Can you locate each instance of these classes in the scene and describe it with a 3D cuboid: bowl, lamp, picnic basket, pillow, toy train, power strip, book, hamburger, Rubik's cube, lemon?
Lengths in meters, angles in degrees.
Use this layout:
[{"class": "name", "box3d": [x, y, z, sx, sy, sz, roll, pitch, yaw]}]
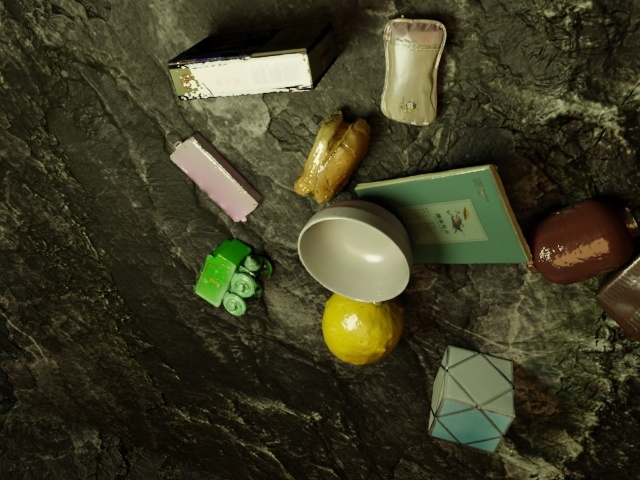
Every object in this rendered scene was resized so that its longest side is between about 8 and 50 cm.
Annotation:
[{"class": "bowl", "box3d": [0.100, 0.009, 1.284, 0.287, 0.143, 0.286, 15, 137, 15]}, {"class": "lamp", "box3d": [0.582, 0.005, 1.162, 0.258, 0.180, 0.180, -28, 113, 34]}, {"class": "picnic basket", "box3d": [0.751, 0.066, 1.144, 0.129, 0.223, 0.296, 40, 132, 17]}, {"class": "pillow", "box3d": [0.193, -0.356, 1.098, 0.131, 0.038, 0.232, 11, 131, 14]}, {"class": "toy train", "box3d": [-0.265, 0.113, 1.556, 0.188, 0.132, 0.243, 33, 130, 3]}, {"class": "power strip", "box3d": [-0.282, -0.170, 1.400, 0.109, 0.037, 0.279, -32, 111, 34]}, {"class": "book", "box3d": [0.281, -0.046, 1.231, 0.380, 0.031, 0.264, -3, 127, 45]}, {"class": "hamburger", "box3d": [0.026, -0.182, 1.230, 0.124, 0.130, 0.262, 26, 135, -2]}, {"class": "Rubik's cube", "box3d": [0.450, 0.470, 1.532, 0.205, 0.207, 0.204, 14, 129, 10]}, {"class": "lemon", "box3d": [0.118, 0.232, 1.449, 0.234, 0.233, 0.288, 19, 140, 4]}]

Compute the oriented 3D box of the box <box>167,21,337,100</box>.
[{"class": "box", "box3d": [-0.137, -0.380, 1.087, 0.311, 0.198, 0.084, 1, 127, 18]}]
